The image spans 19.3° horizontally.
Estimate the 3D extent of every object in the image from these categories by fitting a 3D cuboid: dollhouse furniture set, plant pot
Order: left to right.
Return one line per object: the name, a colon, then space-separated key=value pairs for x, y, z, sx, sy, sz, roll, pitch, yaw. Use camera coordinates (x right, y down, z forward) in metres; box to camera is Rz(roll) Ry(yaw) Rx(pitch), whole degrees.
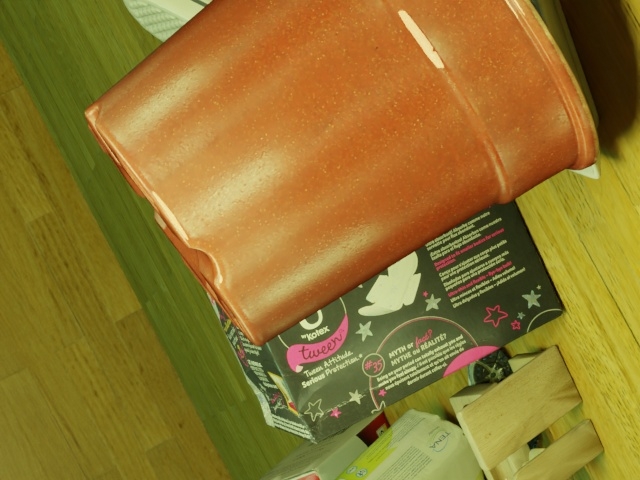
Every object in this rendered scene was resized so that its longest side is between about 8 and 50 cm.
plant pot: x=0.001 y=-0.083 z=1.288 sx=0.272 sy=0.265 sz=0.272 roll=53 pitch=175 yaw=7
dollhouse furniture set: x=0.153 y=0.192 z=1.686 sx=0.151 sy=0.123 sz=0.144 roll=-14 pitch=104 yaw=56

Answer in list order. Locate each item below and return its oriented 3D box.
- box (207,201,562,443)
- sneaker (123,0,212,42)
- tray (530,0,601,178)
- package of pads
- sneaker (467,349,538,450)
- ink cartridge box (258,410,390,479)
box: x=0.050 y=0.050 z=1.620 sx=0.142 sy=0.247 sz=0.163 roll=66 pitch=165 yaw=-7
sneaker: x=-0.019 y=-0.192 z=1.718 sx=0.321 sy=0.127 sz=0.126 roll=32 pitch=163 yaw=15
tray: x=0.135 y=-0.179 z=1.350 sx=0.145 sy=0.030 sz=0.270 roll=28 pitch=143 yaw=65
package of pads: x=0.099 y=0.357 z=2.056 sx=0.101 sy=0.229 sz=0.296 roll=21 pitch=142 yaw=42
sneaker: x=0.172 y=0.157 z=1.812 sx=0.058 sy=0.052 sz=0.135 roll=-126 pitch=21 yaw=-68
ink cartridge box: x=0.041 y=0.402 z=2.242 sx=0.309 sy=0.130 sz=0.272 roll=63 pitch=-150 yaw=-4
